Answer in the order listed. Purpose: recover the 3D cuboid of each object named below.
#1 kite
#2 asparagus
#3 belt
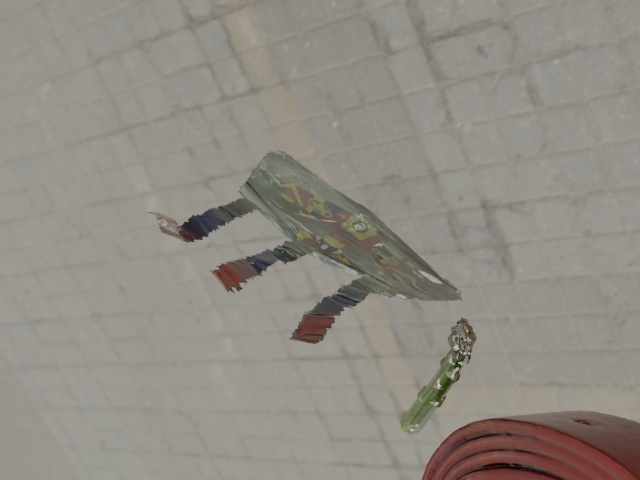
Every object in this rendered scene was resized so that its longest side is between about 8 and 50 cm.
[{"bbox_3d":[-0.001,0.001,0.434,0.141,0.245,0.015,35,104,10],"label":"kite"},{"bbox_3d":[0.094,0.114,0.727,0.024,0.025,0.248,41,157,15],"label":"asparagus"},{"bbox_3d":[0.221,0.261,0.719,0.324,0.115,0.227,19,105,53],"label":"belt"}]
